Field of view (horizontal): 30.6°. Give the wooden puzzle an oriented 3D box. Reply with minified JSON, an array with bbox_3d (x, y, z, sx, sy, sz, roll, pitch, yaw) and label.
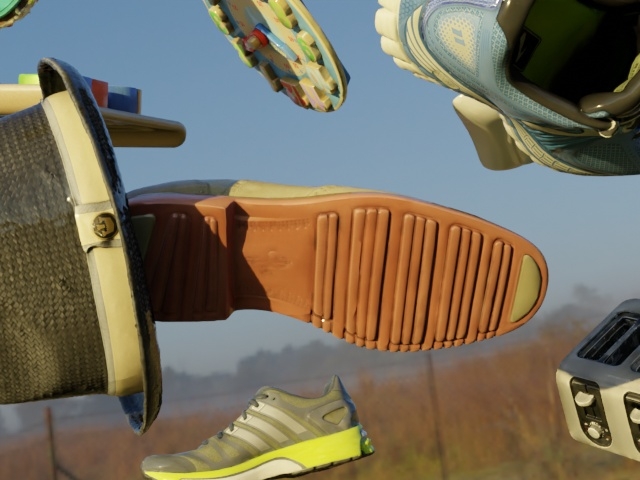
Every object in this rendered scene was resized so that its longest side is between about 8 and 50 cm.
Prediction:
[{"bbox_3d":[-0.416,-0.205,1.776,0.322,0.080,0.348,2,-4,21],"label":"wooden puzzle"}]

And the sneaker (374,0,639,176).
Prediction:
[{"bbox_3d":[0.192,-0.109,0.819,0.330,0.129,0.147,16,9,-41],"label":"sneaker"}]

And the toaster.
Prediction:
[{"bbox_3d":[0.386,0.158,1.319,0.186,0.110,0.168,-37,29,-27],"label":"toaster"}]

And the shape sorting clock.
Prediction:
[{"bbox_3d":[-0.053,-0.202,1.127,0.040,0.206,0.206,-48,-2,-12],"label":"shape sorting clock"}]

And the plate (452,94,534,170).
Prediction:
[{"bbox_3d":[0.293,-0.168,1.291,0.277,0.045,0.278,-30,-16,7],"label":"plate"}]

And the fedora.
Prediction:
[{"bbox_3d":[-0.247,0.018,0.997,0.153,0.334,0.334,-13,-8,-17],"label":"fedora"}]

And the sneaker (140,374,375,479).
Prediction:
[{"bbox_3d":[-0.086,0.255,1.510,0.300,0.121,0.111,-10,-16,-16],"label":"sneaker"}]

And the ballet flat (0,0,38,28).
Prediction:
[{"bbox_3d":[-0.243,-0.287,0.963,0.091,0.241,0.077,6,-2,9],"label":"ballet flat"}]

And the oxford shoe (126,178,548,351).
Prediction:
[{"bbox_3d":[0.000,0.000,1.030,0.397,0.140,0.146,8,20,-6],"label":"oxford shoe"}]
